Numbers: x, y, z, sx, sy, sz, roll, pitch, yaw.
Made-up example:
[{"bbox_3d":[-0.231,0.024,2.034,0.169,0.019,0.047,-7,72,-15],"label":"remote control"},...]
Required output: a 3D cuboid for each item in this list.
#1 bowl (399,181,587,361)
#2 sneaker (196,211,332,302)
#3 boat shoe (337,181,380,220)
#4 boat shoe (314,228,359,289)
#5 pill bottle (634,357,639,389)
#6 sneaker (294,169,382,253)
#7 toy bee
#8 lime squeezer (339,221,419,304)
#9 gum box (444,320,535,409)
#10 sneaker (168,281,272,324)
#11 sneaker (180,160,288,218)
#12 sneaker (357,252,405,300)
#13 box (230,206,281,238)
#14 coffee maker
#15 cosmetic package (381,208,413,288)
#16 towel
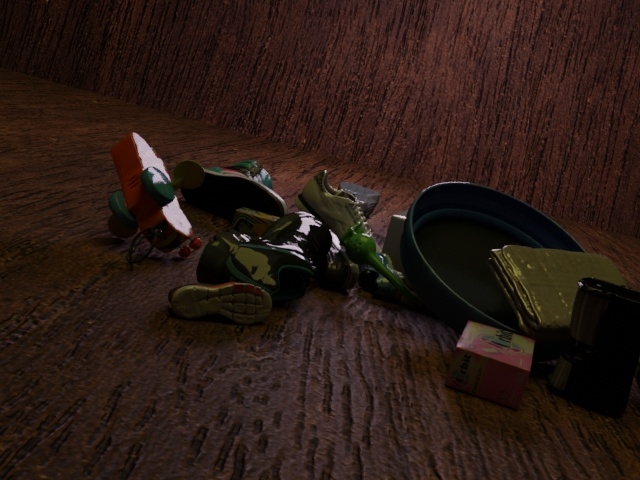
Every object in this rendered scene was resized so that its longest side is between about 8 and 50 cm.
[{"bbox_3d":[0.319,0.053,1.629,0.391,0.077,0.391,16,38,-13],"label":"bowl"},{"bbox_3d":[-0.061,0.045,1.527,0.139,0.125,0.341,31,25,21],"label":"sneaker"},{"bbox_3d":[0.078,-0.081,2.303,0.109,0.094,0.302,19,13,8],"label":"boat shoe"},{"bbox_3d":[-0.007,0.030,1.737,0.076,0.080,0.228,11,20,-27],"label":"boat shoe"},{"bbox_3d":[0.554,0.216,1.477,0.094,0.094,0.169,16,12,9],"label":"pill bottle"},{"bbox_3d":[0.056,-0.038,1.910,0.235,0.095,0.090,43,13,-2],"label":"sneaker"},{"bbox_3d":[-0.284,-0.040,1.585,0.195,0.298,0.162,-17,-38,29],"label":"toy bee"},{"bbox_3d":[0.084,0.008,1.686,0.109,0.059,0.310,17,18,-25],"label":"lime squeezer"},{"bbox_3d":[0.254,0.177,1.364,0.107,0.062,0.188,17,12,12],"label":"gum box"},{"bbox_3d":[-0.147,0.082,1.338,0.157,0.061,0.065,9,6,-28],"label":"sneaker"},{"bbox_3d":[-0.152,-0.102,2.076,0.295,0.124,0.178,21,22,34],"label":"sneaker"},{"bbox_3d":[0.100,0.061,1.737,0.073,0.063,0.162,7,13,-19],"label":"sneaker"},{"bbox_3d":[-0.095,-0.019,1.891,0.168,0.054,0.059,16,11,9],"label":"box"},{"bbox_3d":[0.440,0.164,1.373,0.120,0.178,0.171,1,17,-43],"label":"coffee maker"},{"bbox_3d":[0.257,0.030,1.895,0.224,0.138,0.224,16,11,15],"label":"cosmetic package"},{"bbox_3d":[0.418,0.093,1.540,0.282,0.049,0.187,6,43,-27],"label":"towel"}]
